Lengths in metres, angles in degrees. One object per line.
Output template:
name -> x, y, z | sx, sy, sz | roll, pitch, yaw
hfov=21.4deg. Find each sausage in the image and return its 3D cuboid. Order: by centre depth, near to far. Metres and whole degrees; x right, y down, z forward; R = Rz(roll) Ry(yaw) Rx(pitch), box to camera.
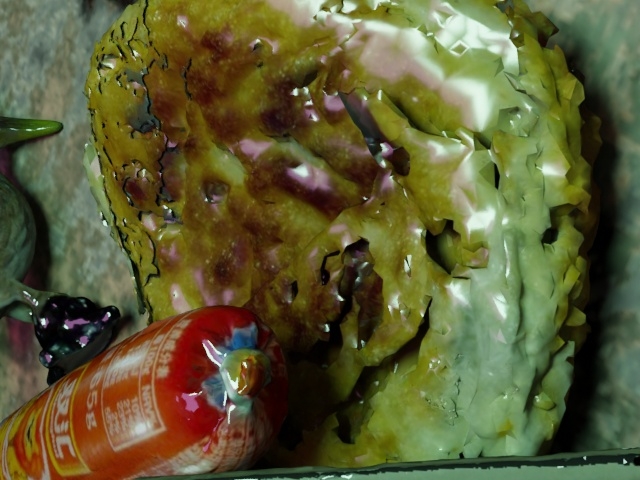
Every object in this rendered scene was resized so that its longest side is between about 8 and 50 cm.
sausage -> -0.078, 0.081, 0.730 | 0.274, 0.074, 0.074 | -30, 74, 59

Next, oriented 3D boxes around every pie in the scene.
pie -> 0.001, 0.000, 0.742 | 0.308, 0.085, 0.308 | 13, 110, 41

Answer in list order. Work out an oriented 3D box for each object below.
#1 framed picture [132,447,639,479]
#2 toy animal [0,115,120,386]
framed picture -> 0.105, 0.196, 0.608 | 0.335, 0.022, 0.247 | -5, 92, 6
toy animal -> -0.175, 0.006, 0.904 | 0.070, 0.105, 0.202 | 125, 130, -68
